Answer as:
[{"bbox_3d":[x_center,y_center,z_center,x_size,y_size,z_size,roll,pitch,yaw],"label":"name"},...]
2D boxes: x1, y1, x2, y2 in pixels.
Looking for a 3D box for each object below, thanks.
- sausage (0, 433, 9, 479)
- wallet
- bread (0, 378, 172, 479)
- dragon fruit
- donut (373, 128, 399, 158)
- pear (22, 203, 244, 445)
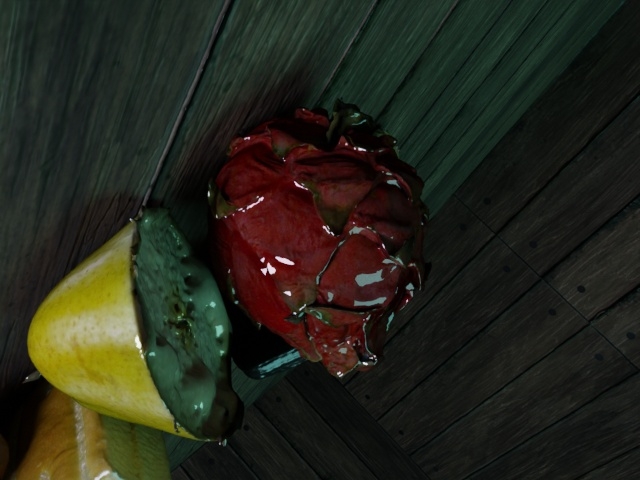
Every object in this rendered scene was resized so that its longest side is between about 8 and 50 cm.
[{"bbox_3d":[-0.463,0.318,0.698,0.328,0.112,0.112,-44,169,10],"label":"sausage"},{"bbox_3d":[-0.074,0.076,0.876,0.149,0.250,0.044,-22,130,-14],"label":"wallet"},{"bbox_3d":[-0.303,0.265,0.763,0.239,0.246,0.111,-41,125,6],"label":"bread"},{"bbox_3d":[0.000,0.000,0.710,0.245,0.298,0.244,-16,174,-2],"label":"dragon fruit"},{"bbox_3d":[0.067,-0.111,1.105,0.175,0.068,0.174,-41,168,-10],"label":"donut"},{"bbox_3d":[-0.202,0.098,0.675,0.178,0.266,0.267,-13,172,8],"label":"pear"}]
